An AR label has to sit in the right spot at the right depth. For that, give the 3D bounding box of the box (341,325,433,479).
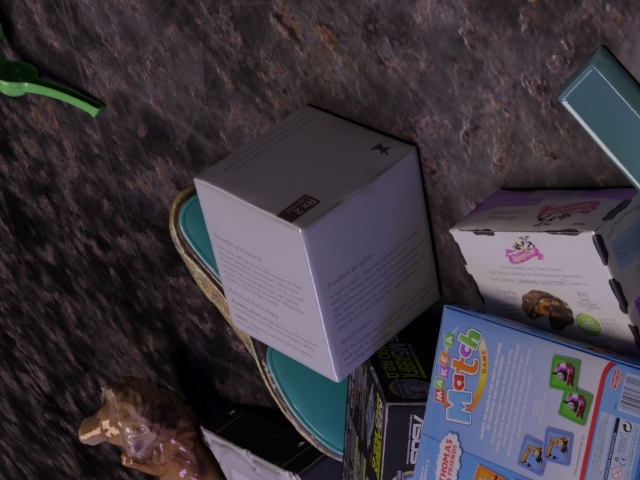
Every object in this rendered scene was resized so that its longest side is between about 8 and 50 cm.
[{"bbox_3d":[0.065,0.236,1.338,0.216,0.060,0.270,-114,26,-71],"label":"box"}]

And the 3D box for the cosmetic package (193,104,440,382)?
[{"bbox_3d":[0.000,0.000,1.287,0.151,0.151,0.184,24,139,40],"label":"cosmetic package"}]

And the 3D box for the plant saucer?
[{"bbox_3d":[0.252,-0.055,1.017,0.192,0.018,0.067,50,150,6],"label":"plant saucer"}]

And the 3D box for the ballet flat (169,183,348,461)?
[{"bbox_3d":[-0.043,0.083,1.493,0.348,0.123,0.123,54,150,-4],"label":"ballet flat"}]

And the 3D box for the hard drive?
[{"bbox_3d":[-0.021,0.337,1.695,0.237,0.064,0.339,61,160,-15],"label":"hard drive"}]

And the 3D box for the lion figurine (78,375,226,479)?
[{"bbox_3d":[-0.170,0.344,1.868,0.392,0.142,0.240,49,163,-5],"label":"lion figurine"}]

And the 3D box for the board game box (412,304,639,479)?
[{"bbox_3d":[0.174,0.153,1.098,0.211,0.039,0.160,17,100,43],"label":"board game box"}]

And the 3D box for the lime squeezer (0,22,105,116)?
[{"bbox_3d":[-0.389,-0.244,1.664,0.310,0.059,0.110,51,150,5],"label":"lime squeezer"}]

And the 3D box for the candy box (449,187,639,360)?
[{"bbox_3d":[0.217,0.056,1.128,0.165,0.070,0.196,3,124,53],"label":"candy box"}]
